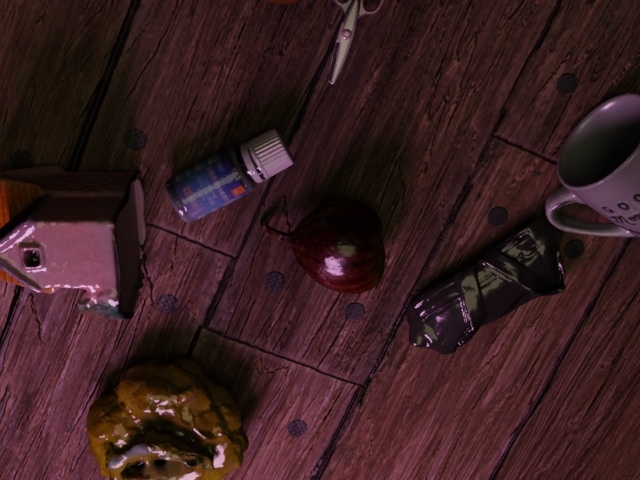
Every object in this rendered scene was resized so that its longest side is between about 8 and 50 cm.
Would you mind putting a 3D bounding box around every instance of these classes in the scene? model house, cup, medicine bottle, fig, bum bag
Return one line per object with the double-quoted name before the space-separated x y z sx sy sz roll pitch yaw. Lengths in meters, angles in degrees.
"model house" -0.407 0.012 1.561 0.238 0.237 0.202 2 116 -1
"cup" 0.507 -0.080 1.653 0.234 0.186 0.258 38 127 -24
"medicine bottle" -0.145 -0.107 1.617 0.203 0.083 0.083 -28 109 3
"fig" 0.021 0.005 1.633 0.202 0.148 0.149 11 143 -22
"bum bag" 0.292 0.092 1.729 0.326 0.079 0.142 -35 105 8

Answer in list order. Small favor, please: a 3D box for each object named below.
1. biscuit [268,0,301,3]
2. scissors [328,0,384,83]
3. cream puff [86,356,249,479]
"biscuit" -0.042 -0.458 1.499 0.212 0.036 0.212 -10 125 -14
"scissors" 0.043 -0.333 1.585 0.086 0.022 0.176 16 105 -6
"cream puff" -0.263 0.339 1.712 0.282 0.185 0.281 -1 106 -4
